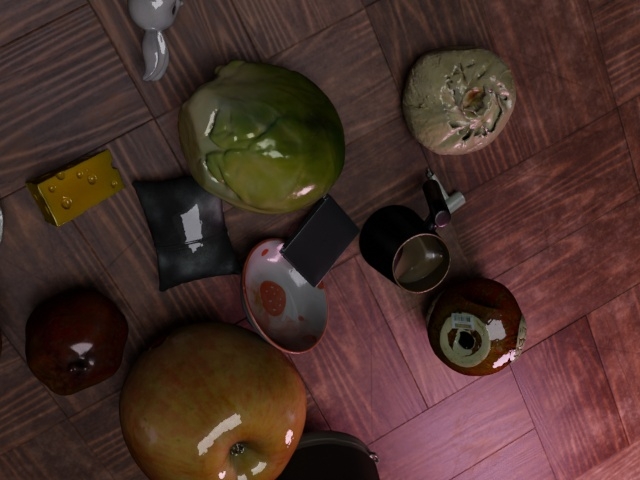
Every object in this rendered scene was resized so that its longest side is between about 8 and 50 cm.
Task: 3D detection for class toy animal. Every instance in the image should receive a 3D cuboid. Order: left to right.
[{"bbox_3d":[-0.308,-0.419,1.437,0.130,0.104,0.221,-19,114,-11],"label":"toy animal"}]

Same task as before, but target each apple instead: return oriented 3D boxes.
[{"bbox_3d":[-0.224,0.369,1.612,0.391,0.346,0.392,-9,114,-20],"label":"apple"}]

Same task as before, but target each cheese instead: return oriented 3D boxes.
[{"bbox_3d":[-0.481,-0.109,1.510,0.171,0.126,0.093,-30,110,-26],"label":"cheese"}]

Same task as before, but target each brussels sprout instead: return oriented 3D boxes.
[{"bbox_3d":[-0.112,-0.194,1.500,0.344,0.344,0.268,9,140,-20],"label":"brussels sprout"}]

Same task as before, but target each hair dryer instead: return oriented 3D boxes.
[{"bbox_3d":[0.286,-0.121,1.773,0.063,0.038,0.124,-36,108,-4],"label":"hair dryer"}]

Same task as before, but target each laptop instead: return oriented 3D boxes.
[{"bbox_3d":[0.000,0.000,1.702,0.180,0.016,0.129,-50,117,-17],"label":"laptop"}]

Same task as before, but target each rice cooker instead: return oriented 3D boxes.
[{"bbox_3d":[-0.005,0.638,1.788,0.335,0.325,0.335,-7,130,-9],"label":"rice cooker"}]

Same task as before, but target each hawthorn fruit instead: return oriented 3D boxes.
[{"bbox_3d":[-0.492,0.212,1.523,0.208,0.248,0.208,-4,106,-14],"label":"hawthorn fruit"}]

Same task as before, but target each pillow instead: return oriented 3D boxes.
[{"bbox_3d":[-0.277,-0.024,1.586,0.186,0.106,0.250,-13,109,-5],"label":"pillow"}]

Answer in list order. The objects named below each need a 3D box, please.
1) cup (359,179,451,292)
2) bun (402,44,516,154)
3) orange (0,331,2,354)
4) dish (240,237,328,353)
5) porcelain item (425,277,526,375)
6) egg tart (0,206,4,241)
[{"bbox_3d":[0.195,-0.012,1.700,0.166,0.177,0.239,-3,109,-16],"label":"cup"},{"bbox_3d":[0.314,-0.301,1.652,0.259,0.152,0.259,-5,108,-17],"label":"bun"},{"bbox_3d":[-0.748,0.199,1.442,0.261,0.261,0.261,-6,110,-16],"label":"orange"},{"bbox_3d":[-0.099,0.130,1.665,0.085,0.260,0.260,-23,123,38],"label":"dish"},{"bbox_3d":[0.389,0.198,1.840,0.253,0.253,0.253,-6,110,-16],"label":"porcelain item"},{"bbox_3d":[-0.733,-0.027,1.448,0.234,0.094,0.234,-5,108,-17],"label":"egg tart"}]
